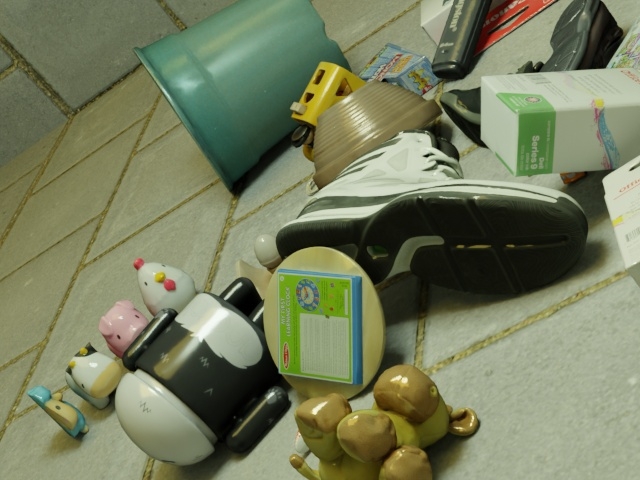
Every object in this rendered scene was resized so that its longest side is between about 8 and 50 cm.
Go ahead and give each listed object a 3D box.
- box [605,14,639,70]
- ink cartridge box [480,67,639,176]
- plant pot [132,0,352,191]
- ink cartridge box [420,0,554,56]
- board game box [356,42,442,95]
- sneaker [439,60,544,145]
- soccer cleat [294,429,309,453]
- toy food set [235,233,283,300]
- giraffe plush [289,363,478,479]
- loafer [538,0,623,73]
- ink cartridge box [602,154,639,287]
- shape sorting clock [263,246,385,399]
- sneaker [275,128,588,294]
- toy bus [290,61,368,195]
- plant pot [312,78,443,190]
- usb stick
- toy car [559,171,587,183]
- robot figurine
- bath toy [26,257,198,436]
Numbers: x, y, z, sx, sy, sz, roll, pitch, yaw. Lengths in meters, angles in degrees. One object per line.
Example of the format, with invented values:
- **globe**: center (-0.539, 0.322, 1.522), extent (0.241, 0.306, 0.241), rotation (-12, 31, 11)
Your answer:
- **box**: center (0.521, -0.304, 1.711), extent (0.201, 0.057, 0.293), rotation (-9, 39, 55)
- **ink cartridge box**: center (0.323, -0.151, 1.582), extent (0.212, 0.093, 0.154), rotation (-6, 23, -8)
- **plant pot**: center (-0.139, -0.328, 2.500), extent (0.334, 0.341, 0.341), rotation (-34, 23, -2)
- **ink cartridge box**: center (0.318, -0.449, 2.284), extent (0.296, 0.066, 0.261), rotation (-33, 23, 20)
- **board game box**: center (0.125, -0.278, 2.293), extent (0.194, 0.060, 0.194), rotation (-48, 23, -15)
- **sneaker**: center (0.276, -0.208, 1.901), extent (0.130, 0.087, 0.227), rotation (-44, 26, -11)
- **soccer cleat**: center (-0.002, 0.239, 1.618), extent (0.083, 0.029, 0.035), rotation (-48, 19, -25)
- **toy food set**: center (0.000, 0.000, 1.953), extent (0.306, 0.092, 0.220), rotation (-37, 23, 11)
- **giraffe plush**: center (0.082, 0.214, 1.404), extent (0.170, 0.181, 0.210), rotation (-43, -14, -30)
- **loafer**: center (0.371, -0.243, 1.790), extent (0.109, 0.095, 0.302), rotation (-42, 17, 47)
- **ink cartridge box**: center (0.391, -0.029, 1.417), extent (0.115, 0.067, 0.198), rotation (-32, 26, 22)
- **shape sorting clock**: center (0.004, 0.111, 1.664), extent (0.206, 0.206, 0.040), rotation (-24, -9, 36)
- **sneaker**: center (0.167, -0.069, 1.665), extent (0.447, 0.169, 0.257), rotation (-3, 40, 38)
- **toy bus**: center (0.000, -0.217, 2.233), extent (0.191, 0.104, 0.202), rotation (-39, 35, 36)
- **plant pot**: center (0.072, -0.186, 2.051), extent (0.237, 0.109, 0.237), rotation (-32, 2, 1)
- **usb stick**: center (0.264, -0.411, 2.225), extent (0.077, 0.045, 0.278), rotation (4, 67, 41)
- **toy car**: center (0.308, -0.101, 1.710), extent (0.122, 0.040, 0.060), rotation (-13, 36, 48)
- **robot figurine**: center (-0.161, 0.188, 1.783), extent (0.278, 0.173, 0.209), rotation (-48, 21, -16)
- **bath toy**: center (-0.350, 0.168, 2.170), extent (0.348, 0.129, 0.151), rotation (-51, 24, -23)
